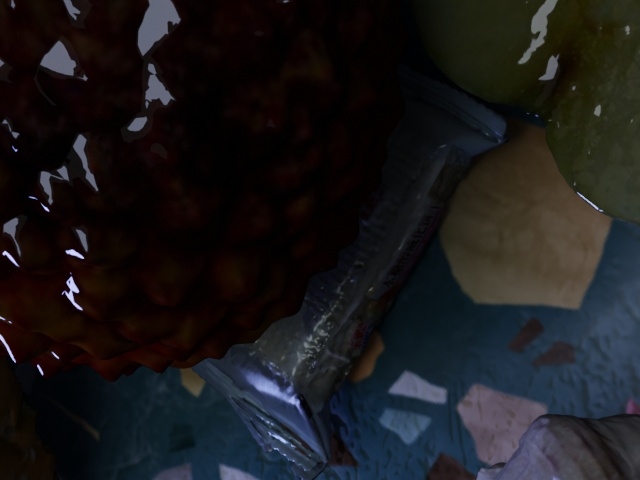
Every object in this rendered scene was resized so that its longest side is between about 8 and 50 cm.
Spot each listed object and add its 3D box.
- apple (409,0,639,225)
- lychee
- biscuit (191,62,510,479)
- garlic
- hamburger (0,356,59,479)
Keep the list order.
[{"bbox_3d":[0.220,-0.208,0.950,0.312,0.320,0.360,24,111,-11],"label":"apple"},{"bbox_3d":[-0.157,-0.156,1.014,0.425,0.425,0.500,-26,75,27],"label":"lychee"},{"bbox_3d":[0.003,0.003,1.181,0.186,0.079,0.309,38,105,27],"label":"biscuit"},{"bbox_3d":[0.165,0.187,1.043,0.218,0.219,0.212,-65,28,12],"label":"garlic"},{"bbox_3d":[-0.384,0.163,1.189,0.268,0.445,0.287,14,53,24],"label":"hamburger"}]
